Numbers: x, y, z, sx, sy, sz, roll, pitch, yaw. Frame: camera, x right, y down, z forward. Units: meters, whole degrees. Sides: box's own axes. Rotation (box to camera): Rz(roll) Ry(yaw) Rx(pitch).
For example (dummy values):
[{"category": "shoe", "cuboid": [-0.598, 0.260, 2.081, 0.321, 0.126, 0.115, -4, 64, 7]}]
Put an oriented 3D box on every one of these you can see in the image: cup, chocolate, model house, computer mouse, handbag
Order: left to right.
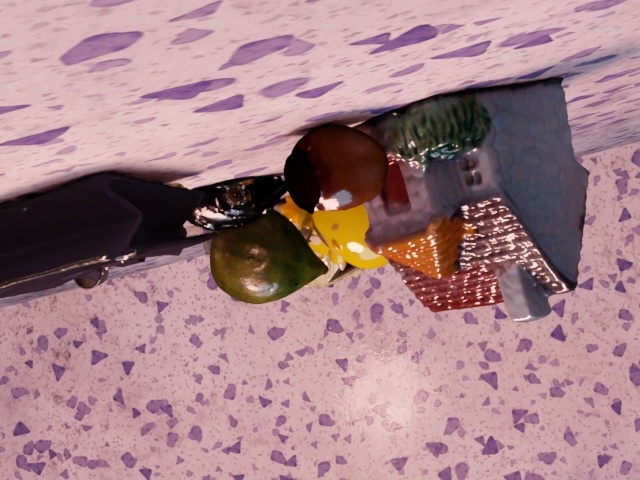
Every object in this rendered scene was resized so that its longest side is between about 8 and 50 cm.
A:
[{"category": "handbag", "cuboid": [-0.340, -0.002, 1.392, 0.303, 0.122, 0.329, -16, 177, 17]}, {"category": "cup", "cuboid": [-0.633, 0.087, 2.663, 0.100, 0.078, 0.077, 20, -173, 6]}, {"category": "computer mouse", "cuboid": [-0.151, -0.062, 1.732, 0.241, 0.078, 0.146, -14, 180, -41]}, {"category": "chocolate", "cuboid": [0.028, -0.100, 1.333, 0.133, 0.124, 0.127, -33, 180, -31]}, {"category": "model house", "cuboid": [0.199, -0.028, 1.490, 0.297, 0.339, 0.360, -15, 179, -36]}]

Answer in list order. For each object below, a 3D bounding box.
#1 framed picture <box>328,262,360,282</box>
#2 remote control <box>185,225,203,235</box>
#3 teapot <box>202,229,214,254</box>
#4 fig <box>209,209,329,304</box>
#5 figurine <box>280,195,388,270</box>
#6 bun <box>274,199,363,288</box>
[{"category": "framed picture", "cuboid": [0.153, -0.013, 2.083, 0.273, 0.016, 0.216, -30, -166, 39]}, {"category": "remote control", "cuboid": [-0.327, -0.017, 2.512, 0.077, 0.022, 0.245, -12, 177, -5]}, {"category": "teapot", "cuboid": [-0.204, -0.024, 1.999, 0.149, 0.108, 0.111, -14, -175, -43]}, {"category": "fig", "cuboid": [-0.093, 0.029, 1.879, 0.245, 0.195, 0.195, 8, 173, -12]}, {"category": "figurine", "cuboid": [0.037, -0.039, 1.970, 0.187, 0.215, 0.343, -53, -161, -20]}, {"category": "bun", "cuboid": [0.000, 0.000, 2.385, 0.352, 0.227, 0.349, -16, 179, 35]}]
